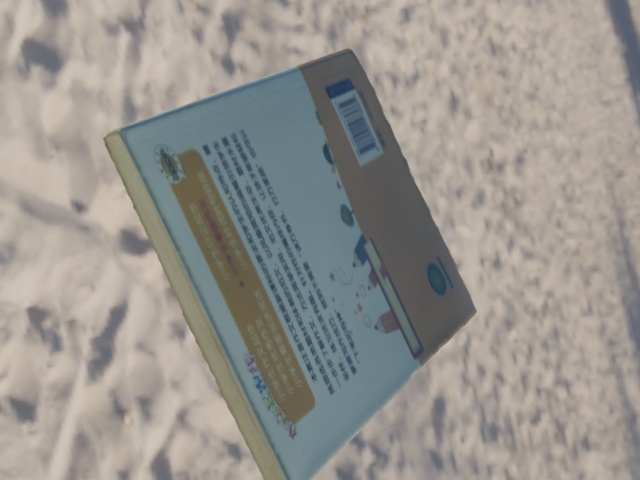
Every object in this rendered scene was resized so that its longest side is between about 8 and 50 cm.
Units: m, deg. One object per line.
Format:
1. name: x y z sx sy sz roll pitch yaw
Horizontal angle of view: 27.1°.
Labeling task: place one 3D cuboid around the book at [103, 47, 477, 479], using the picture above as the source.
1. book: 0.000 0.000 0.793 0.295 0.020 0.208 -32 98 -61
